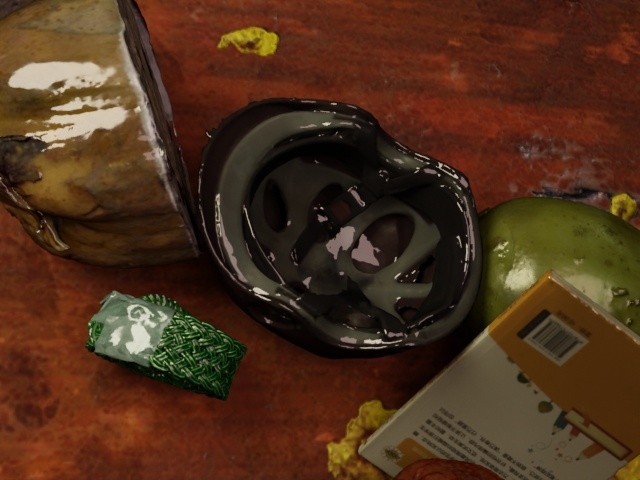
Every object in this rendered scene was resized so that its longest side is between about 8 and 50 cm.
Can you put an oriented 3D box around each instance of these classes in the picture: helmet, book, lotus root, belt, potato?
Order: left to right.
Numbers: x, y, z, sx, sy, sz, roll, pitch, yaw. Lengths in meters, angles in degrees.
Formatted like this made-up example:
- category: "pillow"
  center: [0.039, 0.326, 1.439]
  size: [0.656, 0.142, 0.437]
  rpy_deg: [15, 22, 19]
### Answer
- category: "lotus root"
  center: [-0.216, -0.088, 1.081]
  size: [0.192, 0.272, 0.272]
  rpy_deg: [-17, 87, -9]
- category: "belt"
  center: [-0.145, 0.092, 1.133]
  size: [0.151, 0.121, 0.079]
  rpy_deg: [21, 76, -11]
- category: "helmet"
  center: [0.000, 0.000, 1.174]
  size: [0.305, 0.177, 0.225]
  rpy_deg: [27, 68, -10]
- category: "book"
  center: [0.206, 0.182, 1.188]
  size: [0.208, 0.295, 0.020]
  rpy_deg: [36, 30, -12]
- category: "potato"
  center: [0.277, 0.075, 1.253]
  size: [0.304, 0.216, 0.216]
  rpy_deg: [27, 73, -25]

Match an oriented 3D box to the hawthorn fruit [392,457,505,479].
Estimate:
- category: "hawthorn fruit"
  center: [0.139, 0.339, 1.163]
  size: [0.205, 0.205, 0.253]
  rpy_deg: [-41, 103, -22]
